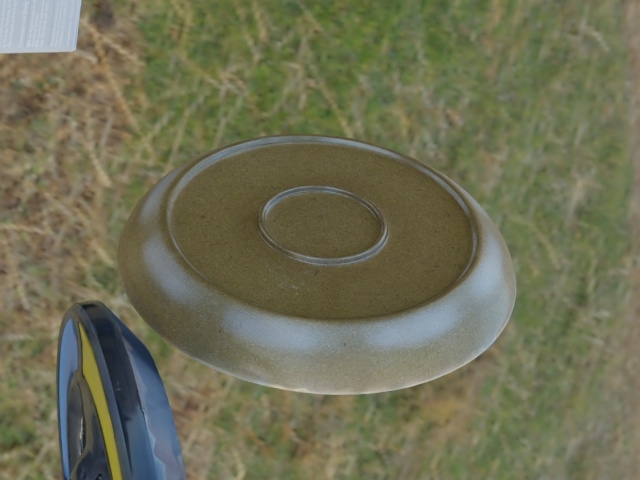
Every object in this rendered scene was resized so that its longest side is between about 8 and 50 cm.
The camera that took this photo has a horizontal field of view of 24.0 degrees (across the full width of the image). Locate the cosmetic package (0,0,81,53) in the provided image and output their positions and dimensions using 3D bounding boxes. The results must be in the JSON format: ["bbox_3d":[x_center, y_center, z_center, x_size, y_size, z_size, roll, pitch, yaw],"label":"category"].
[{"bbox_3d":[-0.332,-0.225,1.272,0.238,0.127,0.107,-6,128,-25],"label":"cosmetic package"}]

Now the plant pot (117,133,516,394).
[{"bbox_3d":[0.000,0.000,0.882,0.236,0.236,0.032,-30,140,-38],"label":"plant pot"}]

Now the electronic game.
[{"bbox_3d":[-0.101,0.143,0.735,0.048,0.229,0.229,-7,113,-18],"label":"electronic game"}]
